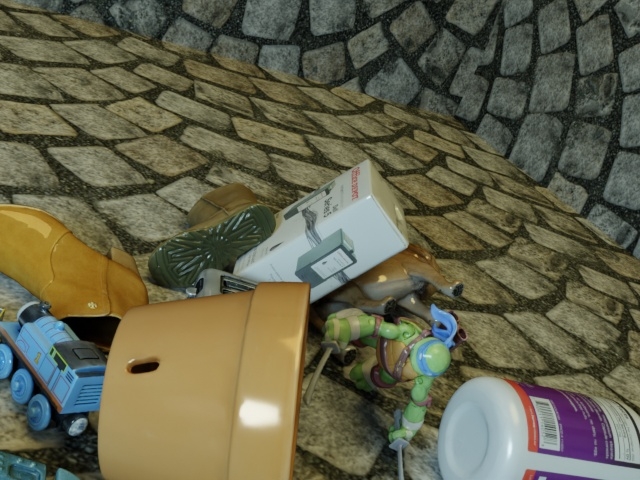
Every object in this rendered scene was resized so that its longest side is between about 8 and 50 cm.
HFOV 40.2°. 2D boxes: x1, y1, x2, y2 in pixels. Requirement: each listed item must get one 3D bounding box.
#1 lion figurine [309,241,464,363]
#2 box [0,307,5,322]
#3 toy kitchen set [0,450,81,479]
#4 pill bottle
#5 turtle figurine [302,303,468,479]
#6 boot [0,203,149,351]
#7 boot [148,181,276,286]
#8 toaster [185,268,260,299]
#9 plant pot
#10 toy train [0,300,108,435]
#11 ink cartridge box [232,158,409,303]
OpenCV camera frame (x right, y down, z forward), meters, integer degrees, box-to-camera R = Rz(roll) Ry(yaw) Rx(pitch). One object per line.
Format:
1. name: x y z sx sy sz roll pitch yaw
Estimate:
1. lion figurine: 0.089 0.086 1.564 0.392 0.142 0.240 -3 27 -41
2. box: -0.432 0.135 1.046 0.059 0.054 0.169 19 22 -12
3. toy kitchen set: -0.298 0.246 0.785 0.207 0.122 0.166 26 19 -26
4. pill bottle: 0.341 0.304 1.251 0.322 0.182 0.181 14 24 -24
5. turtle figurine: 0.061 0.194 1.240 0.197 0.275 0.266 27 -5 -12
6. boot: -0.377 0.053 1.221 0.295 0.104 0.211 18 22 -24
7. boot: -0.204 -0.015 1.551 0.236 0.089 0.269 -23 17 -11
8. toaster: -0.117 0.140 1.269 0.185 0.110 0.168 18 23 -13
9. plant pot: -0.124 0.181 0.984 0.203 0.291 0.291 7 23 1
10. toy train: -0.321 0.148 1.044 0.184 0.105 0.080 40 17 34
11. ink cartridge box: 0.000 0.000 1.472 0.115 0.272 0.198 55 14 -18
